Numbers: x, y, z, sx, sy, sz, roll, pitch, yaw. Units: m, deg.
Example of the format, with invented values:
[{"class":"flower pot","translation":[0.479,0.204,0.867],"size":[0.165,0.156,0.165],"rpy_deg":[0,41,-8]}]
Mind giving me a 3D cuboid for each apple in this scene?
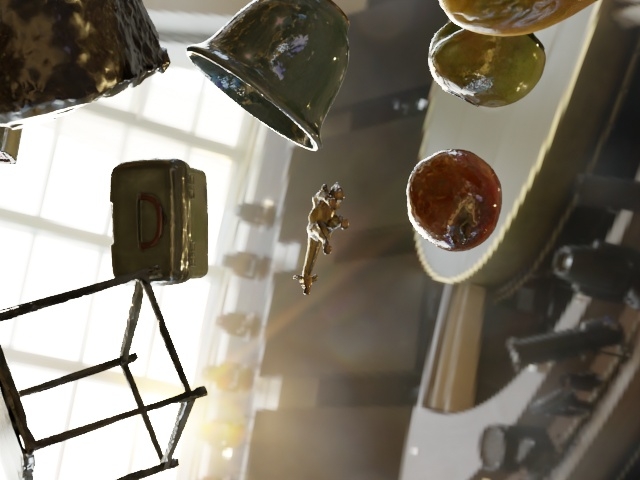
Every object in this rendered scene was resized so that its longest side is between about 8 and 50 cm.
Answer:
[{"class":"apple","translation":[0.309,-0.332,2.001],"size":[0.207,0.188,0.174],"rpy_deg":[-22,-145,41]}]

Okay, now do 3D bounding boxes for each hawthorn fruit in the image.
[{"class":"hawthorn fruit","translation":[0.205,-0.042,1.567],"size":[0.189,0.149,0.149],"rpy_deg":[62,-41,36]}]

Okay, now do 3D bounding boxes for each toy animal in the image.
[{"class":"toy animal","translation":[-0.001,-0.009,1.973],"size":[0.275,0.054,0.149],"rpy_deg":[124,-33,-62]}]

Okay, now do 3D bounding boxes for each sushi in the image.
[{"class":"sushi","translation":[-0.319,-0.240,1.249],"size":[0.348,0.234,0.208],"rpy_deg":[-89,164,-75]}]

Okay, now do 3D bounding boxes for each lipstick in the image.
[{"class":"lipstick","translation":[-0.552,-0.264,1.898],"size":[0.077,0.078,0.253],"rpy_deg":[84,11,-76]}]

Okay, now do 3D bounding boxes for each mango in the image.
[{"class":"mango","translation":[0.321,-0.380,1.436],"size":[0.359,0.144,0.187],"rpy_deg":[-19,-123,21]}]

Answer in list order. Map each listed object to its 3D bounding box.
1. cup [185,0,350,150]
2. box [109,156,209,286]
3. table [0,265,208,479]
[{"class":"cup","translation":[-0.039,-0.224,1.299],"size":[0.150,0.199,0.199],"rpy_deg":[-54,-162,-4]},{"class":"box","translation":[-0.261,-0.028,1.782],"size":[0.129,0.147,0.210],"rpy_deg":[7,81,-69]},{"class":"table","translation":[-0.357,0.241,1.659],"size":[0.222,0.272,0.335],"rpy_deg":[64,-25,21]}]
